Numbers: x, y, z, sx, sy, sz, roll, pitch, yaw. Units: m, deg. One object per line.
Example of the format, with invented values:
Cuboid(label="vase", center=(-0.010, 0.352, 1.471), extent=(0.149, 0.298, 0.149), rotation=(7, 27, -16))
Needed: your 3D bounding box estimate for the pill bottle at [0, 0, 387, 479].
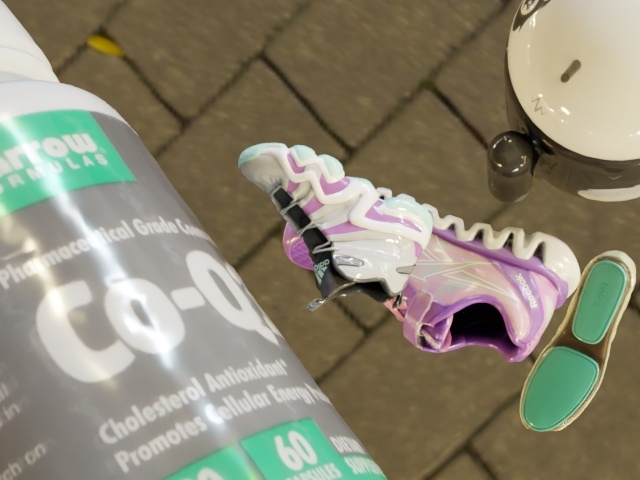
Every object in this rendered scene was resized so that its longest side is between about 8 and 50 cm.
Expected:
Cuboid(label="pill bottle", center=(-0.135, 0.056, 0.774), extent=(0.204, 0.204, 0.361), rotation=(-43, 68, 13))

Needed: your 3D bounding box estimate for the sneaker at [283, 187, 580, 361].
Cuboid(label="sneaker", center=(0.078, 0.033, 1.269), extent=(0.236, 0.095, 0.104), rotation=(14, 60, 11))

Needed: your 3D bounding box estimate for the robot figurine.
Cuboid(label="robot figurine", center=(0.229, -0.129, 1.288), extent=(0.173, 0.278, 0.209), rotation=(7, 81, 8))

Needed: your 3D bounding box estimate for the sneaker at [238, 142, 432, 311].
Cuboid(label="sneaker", center=(0.000, 0.000, 0.750), extent=(0.098, 0.038, 0.069), rotation=(23, 67, -6))

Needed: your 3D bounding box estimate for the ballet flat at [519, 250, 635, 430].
Cuboid(label="ballet flat", center=(0.220, 0.086, 1.350), extent=(0.057, 0.052, 0.168), rotation=(30, 105, 16))
